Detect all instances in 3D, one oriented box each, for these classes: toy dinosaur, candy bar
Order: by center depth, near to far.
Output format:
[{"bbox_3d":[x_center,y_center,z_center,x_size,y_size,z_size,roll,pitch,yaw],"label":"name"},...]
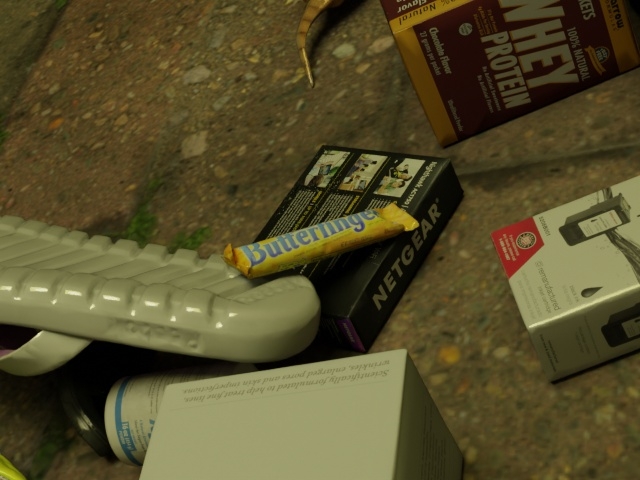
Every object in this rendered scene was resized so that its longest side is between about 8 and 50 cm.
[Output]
[{"bbox_3d":[0.000,0.000,0.979,0.161,0.018,0.040,-15,35,-30],"label":"candy bar"},{"bbox_3d":[0.005,-0.257,1.340,0.112,0.064,0.211,18,58,41],"label":"toy dinosaur"}]

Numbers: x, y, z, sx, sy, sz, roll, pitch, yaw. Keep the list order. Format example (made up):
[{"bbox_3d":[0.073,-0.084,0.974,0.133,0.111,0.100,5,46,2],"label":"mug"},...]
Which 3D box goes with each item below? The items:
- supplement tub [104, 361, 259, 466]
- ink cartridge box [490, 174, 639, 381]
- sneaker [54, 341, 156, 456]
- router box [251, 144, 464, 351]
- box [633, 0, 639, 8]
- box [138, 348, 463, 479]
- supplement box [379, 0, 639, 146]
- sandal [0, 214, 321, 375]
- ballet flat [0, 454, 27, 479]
[{"bbox_3d":[-0.100,0.129,0.966,0.107,0.071,0.071,-11,42,22],"label":"supplement tub"},{"bbox_3d":[0.210,0.019,0.911,0.150,0.063,0.109,-22,39,8],"label":"ink cartridge box"},{"bbox_3d":[-0.171,0.097,1.059,0.089,0.051,0.170,-34,36,-2],"label":"sneaker"},{"bbox_3d":[0.018,0.001,1.058,0.133,0.046,0.179,9,52,37],"label":"router box"},{"bbox_3d":[0.448,-0.381,1.039,0.480,0.297,0.471,-23,37,6],"label":"box"},{"bbox_3d":[-0.016,0.183,0.818,0.181,0.119,0.182,-10,42,20],"label":"box"},{"bbox_3d":[0.154,-0.218,1.155,0.191,0.129,0.194,-22,38,7],"label":"supplement box"},{"bbox_3d":[-0.204,0.058,0.992,0.416,0.102,0.169,9,18,22],"label":"sandal"},{"bbox_3d":[-0.302,0.188,1.025,0.231,0.077,0.077,-7,26,27],"label":"ballet flat"}]
